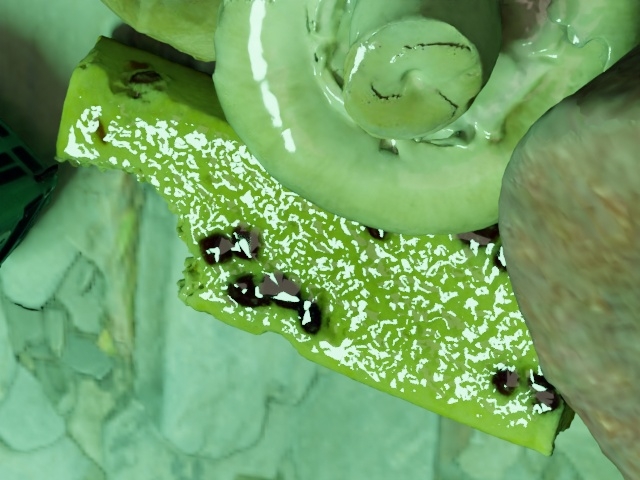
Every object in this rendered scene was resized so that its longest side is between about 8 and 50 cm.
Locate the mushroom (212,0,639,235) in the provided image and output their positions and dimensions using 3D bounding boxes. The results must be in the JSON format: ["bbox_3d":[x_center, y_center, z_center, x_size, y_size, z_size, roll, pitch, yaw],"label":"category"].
[{"bbox_3d":[0.038,-0.076,0.549,0.154,0.122,0.154,2,115,4],"label":"mushroom"}]

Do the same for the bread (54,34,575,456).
[{"bbox_3d":[0.000,0.000,0.639,0.226,0.049,0.088,21,115,13],"label":"bread"}]

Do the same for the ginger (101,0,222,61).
[{"bbox_3d":[-0.142,-0.194,0.608,0.333,0.081,0.148,31,136,9],"label":"ginger"}]

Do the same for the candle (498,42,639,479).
[{"bbox_3d":[0.196,0.081,0.472,0.287,0.131,0.317,10,133,53],"label":"candle"}]

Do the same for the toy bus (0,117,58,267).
[{"bbox_3d":[-0.184,-0.041,0.668,0.160,0.092,0.079,45,119,7],"label":"toy bus"}]
